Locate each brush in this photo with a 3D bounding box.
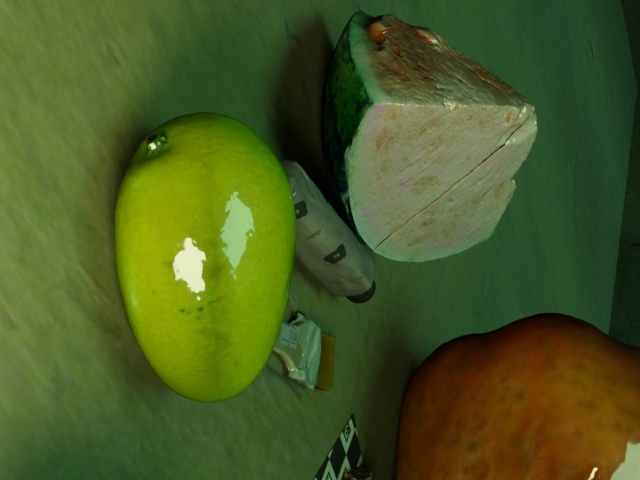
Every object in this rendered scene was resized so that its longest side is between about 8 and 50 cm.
[{"bbox_3d":[-0.046,0.110,1.520,0.336,0.020,0.085,35,59,-64],"label":"brush"}]

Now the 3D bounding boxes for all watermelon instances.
[{"bbox_3d":[0.093,-0.138,1.669,0.319,0.222,0.292,-12,144,-33],"label":"watermelon"}]

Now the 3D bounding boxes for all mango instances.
[{"bbox_3d":[-0.102,0.021,1.208,0.185,0.149,0.273,-26,120,-68],"label":"mango"}]

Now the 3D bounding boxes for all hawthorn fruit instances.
[{"bbox_3d":[0.320,0.341,1.867,0.472,0.472,0.472,1,90,-68],"label":"hawthorn fruit"}]

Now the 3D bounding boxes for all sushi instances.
[{"bbox_3d":[0.031,0.370,1.693,0.279,0.043,0.192,-52,138,-57],"label":"sushi"}]

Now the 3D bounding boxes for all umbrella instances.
[{"bbox_3d":[0.000,0.000,1.561,0.337,0.073,0.067,49,48,-60],"label":"umbrella"}]
